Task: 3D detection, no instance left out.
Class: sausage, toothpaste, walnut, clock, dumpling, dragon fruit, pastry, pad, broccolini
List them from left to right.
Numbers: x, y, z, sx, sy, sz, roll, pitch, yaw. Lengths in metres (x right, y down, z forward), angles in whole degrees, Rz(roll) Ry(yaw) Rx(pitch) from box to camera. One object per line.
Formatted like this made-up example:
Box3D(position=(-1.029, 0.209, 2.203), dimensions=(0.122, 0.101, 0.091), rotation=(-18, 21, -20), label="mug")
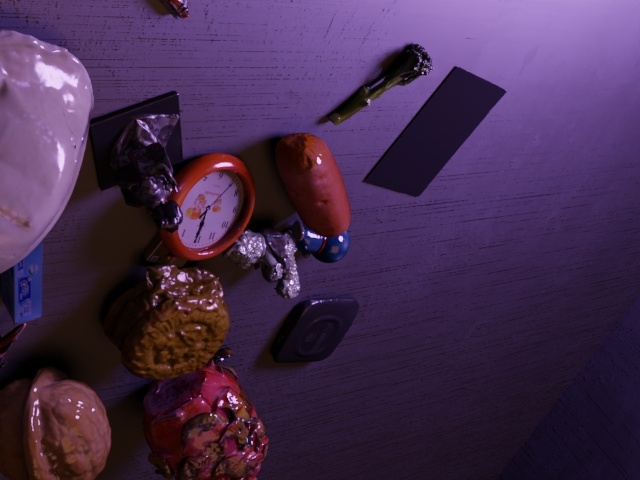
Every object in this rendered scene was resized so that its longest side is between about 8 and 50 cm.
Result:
Box3D(position=(-0.466, -0.116, 1.287), dimensions=(0.395, 0.233, 0.315), rotation=(-47, 146, -11), label="dumpling")
Box3D(position=(-0.484, 0.021, 1.574), dimensions=(0.053, 0.066, 0.272), rotation=(-15, 141, -29), label="toothpaste")
Box3D(position=(-0.514, 0.362, 1.838), dimensions=(0.224, 0.257, 0.257), rotation=(-1, 144, 4), label="walnut")
Box3D(position=(-0.281, 0.161, 1.866), dimensions=(0.235, 0.132, 0.240), rotation=(-45, 150, 26), label="pastry")
Box3D(position=(-0.201, -0.059, 1.727), dimensions=(0.205, 0.051, 0.205), rotation=(-26, 132, -33), label="clock")
Box3D(position=(-0.240, 0.411, 2.091), dimensions=(0.250, 0.269, 0.291), rotation=(-32, 119, 3), label="dragon fruit")
Box3D(position=(-0.012, -0.107, 1.817), dimensions=(0.113, 0.113, 0.259), rotation=(-33, 148, -7), label="sausage")
Box3D(position=(0.112, -0.272, 1.777), dimensions=(0.216, 0.058, 0.067), rotation=(-36, 150, 0), label="broccolini")
Box3D(position=(0.239, -0.217, 2.014), dimensions=(0.202, 0.005, 0.300), rotation=(11, 124, -50), label="pad")

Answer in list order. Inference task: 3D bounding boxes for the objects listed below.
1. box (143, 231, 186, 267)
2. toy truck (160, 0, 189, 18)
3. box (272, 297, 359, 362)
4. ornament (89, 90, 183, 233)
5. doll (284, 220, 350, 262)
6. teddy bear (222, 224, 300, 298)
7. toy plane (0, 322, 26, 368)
Box3D(position=(-0.255, -0.009, 1.793), dimensions=(0.090, 0.023, 0.133), rotation=(14, 122, -49), label="box")
Box3D(position=(-0.216, -0.350, 1.404), dimensions=(0.032, 0.024, 0.083), rotation=(-12, 154, 15), label="toy truck")
Box3D(position=(-0.008, 0.213, 2.284), dimensions=(0.201, 0.042, 0.212), rotation=(2, 130, -42), label="box")
Box3D(position=(-0.251, -0.093, 1.536), dimensions=(0.153, 0.196, 0.166), rotation=(-23, 146, -20), label="ornament")
Box3D(position=(0.000, 0.000, 1.995), dimensions=(0.152, 0.085, 0.114), rotation=(10, 140, -36), label="doll")
Box3D(position=(-0.107, 0.022, 1.881), dimensions=(0.111, 0.133, 0.213), rotation=(-51, 133, 7), label="teddy bear")
Box3D(position=(-0.586, 0.200, 1.711), dimensions=(0.189, 0.061, 0.130), rotation=(-46, 146, 7), label="toy plane")
